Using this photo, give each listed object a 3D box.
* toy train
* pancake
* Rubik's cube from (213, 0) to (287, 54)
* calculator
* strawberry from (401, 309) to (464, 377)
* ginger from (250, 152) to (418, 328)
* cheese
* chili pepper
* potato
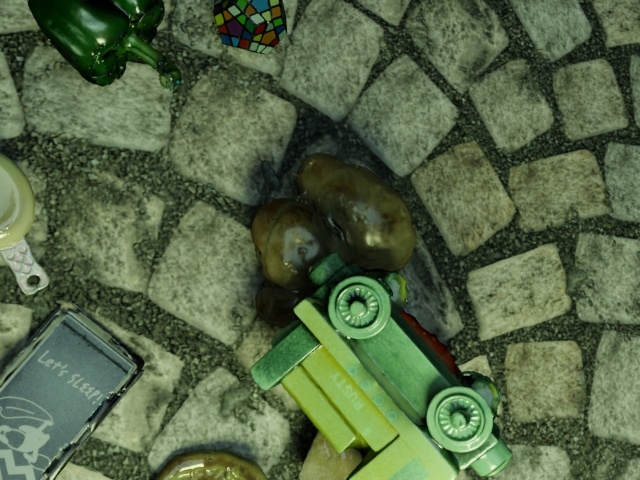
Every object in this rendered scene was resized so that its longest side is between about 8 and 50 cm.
[{"bbox_3d":[0.084,0.215,1.171,0.253,0.160,0.397,-43,81,12],"label":"toy train"},{"bbox_3d":[-0.163,0.427,1.207,0.212,0.029,0.235,-32,72,-14],"label":"pancake"},{"bbox_3d":[-0.115,-0.372,1.329,0.133,0.112,0.133,4,80,-21],"label":"Rubik's cube"},{"bbox_3d":[-0.403,0.240,1.183,0.166,0.028,0.274,42,69,-7],"label":"calculator"},{"bbox_3d":[0.130,0.202,1.339,0.236,0.190,0.111,47,111,4],"label":"strawberry"},{"bbox_3d":[0.000,0.000,1.311,0.304,0.155,0.244,-36,103,-13],"label":"ginger"},{"bbox_3d":[-0.471,-0.024,1.175,0.137,0.064,0.227,-31,95,-20],"label":"cheese"},{"bbox_3d":[-0.316,-0.314,1.220,0.261,0.165,0.174,45,52,-6],"label":"chili pepper"},{"bbox_3d":[0.063,0.301,1.290,0.138,0.098,0.243,22,86,7],"label":"potato"}]
